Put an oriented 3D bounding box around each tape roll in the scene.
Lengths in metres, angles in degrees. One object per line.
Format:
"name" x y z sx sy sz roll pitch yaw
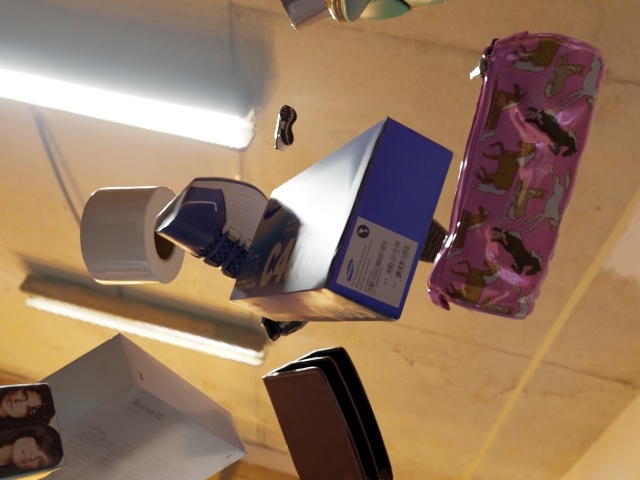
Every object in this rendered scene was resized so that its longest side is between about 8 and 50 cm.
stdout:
"tape roll" -0.048 -0.441 0.990 0.072 0.219 0.219 -22 -51 8
"tape roll" -0.461 -0.011 1.598 0.169 0.246 0.246 -1 -42 10

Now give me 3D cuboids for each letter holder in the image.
"letter holder" 0.044 0.378 1.286 0.214 0.152 0.302 -23 -93 51

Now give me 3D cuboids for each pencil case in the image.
"pencil case" 0.260 -0.080 0.877 0.167 0.160 0.386 15 -79 21

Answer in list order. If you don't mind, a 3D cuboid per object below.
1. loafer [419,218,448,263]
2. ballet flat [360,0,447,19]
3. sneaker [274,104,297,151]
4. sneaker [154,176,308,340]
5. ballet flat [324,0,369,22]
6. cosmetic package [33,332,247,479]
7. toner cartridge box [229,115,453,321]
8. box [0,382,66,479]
"loafer" 0.170 -0.042 1.404 0.268 0.092 0.102 31 -76 0
"ballet flat" 0.135 -0.393 0.994 0.203 0.074 0.074 9 -33 52
"sneaker" -0.076 -0.230 1.305 0.040 0.109 0.044 21 -33 -22
"sneaker" -0.080 0.040 0.950 0.315 0.182 0.127 26 -57 -35
"ballet flat" 0.024 -0.401 0.758 0.123 0.123 0.348 18 -15 3
"cosmetic package" -0.314 0.316 0.969 0.284 0.097 0.377 -29 -36 0
"toner cartridge box" 0.000 0.000 0.695 0.075 0.165 0.348 26 -16 -16
"box" -0.380 0.205 0.632 0.060 0.101 0.244 -30 -21 25
